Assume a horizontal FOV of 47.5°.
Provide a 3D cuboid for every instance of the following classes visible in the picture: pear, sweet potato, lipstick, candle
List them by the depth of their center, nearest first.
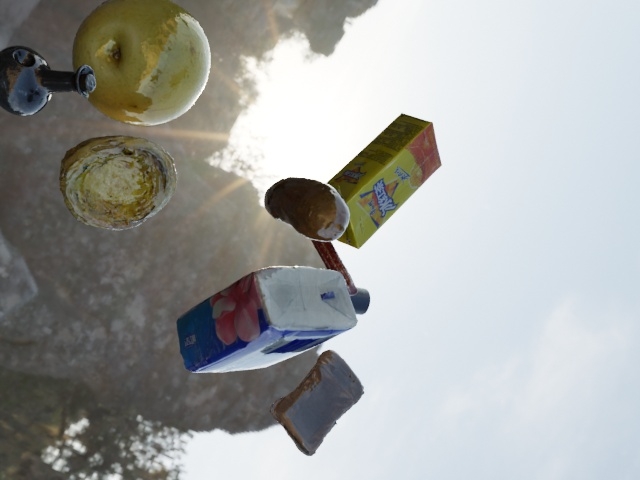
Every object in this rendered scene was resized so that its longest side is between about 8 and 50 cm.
[{"bbox_3d":[-0.040,-0.065,1.224,0.097,0.097,0.292,-61,-151,0],"label":"sweet potato"},{"bbox_3d":[0.000,0.000,1.787,0.051,0.329,0.048,-26,155,-6],"label":"candle"},{"bbox_3d":[-0.454,-0.462,1.876,0.348,0.348,0.348,-55,-164,24],"label":"pear"},{"bbox_3d":[-0.011,0.141,1.880,0.081,0.299,0.081,-35,-129,58],"label":"lipstick"}]

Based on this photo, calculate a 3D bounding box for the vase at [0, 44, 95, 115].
[{"bbox_3d":[-0.474,-0.272,1.245,0.120,0.182,0.120,4,90,-78],"label":"vase"}]

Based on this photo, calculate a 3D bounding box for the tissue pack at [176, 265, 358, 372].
[{"bbox_3d":[-0.100,0.138,1.283,0.269,0.209,0.137,-32,-117,43],"label":"tissue pack"}]

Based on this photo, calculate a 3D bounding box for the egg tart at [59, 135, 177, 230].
[{"bbox_3d":[-0.494,-0.150,1.779,0.291,0.290,0.107,-54,-146,26],"label":"egg tart"}]

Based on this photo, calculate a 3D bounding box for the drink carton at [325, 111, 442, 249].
[{"bbox_3d":[0.149,-0.154,1.815,0.111,0.155,0.351,24,-122,40],"label":"drink carton"}]

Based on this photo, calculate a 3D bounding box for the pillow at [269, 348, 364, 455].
[{"bbox_3d":[0.000,0.328,1.491,0.211,0.135,0.034,-42,-175,-34],"label":"pillow"}]

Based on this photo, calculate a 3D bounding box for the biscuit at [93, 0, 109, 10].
[{"bbox_3d":[-0.575,-0.584,2.070,0.036,0.212,0.212,34,-83,32],"label":"biscuit"}]
